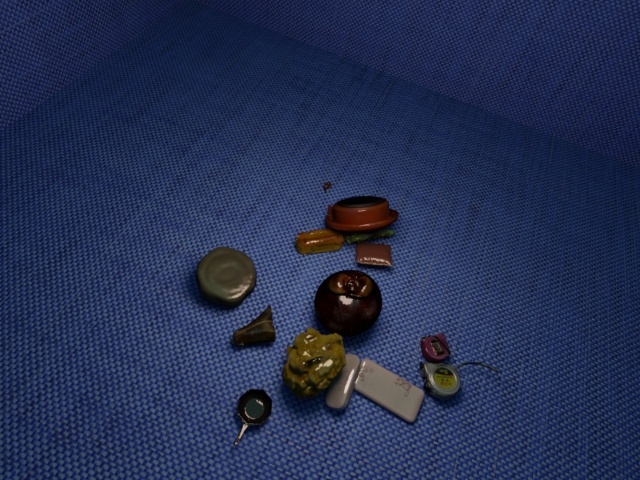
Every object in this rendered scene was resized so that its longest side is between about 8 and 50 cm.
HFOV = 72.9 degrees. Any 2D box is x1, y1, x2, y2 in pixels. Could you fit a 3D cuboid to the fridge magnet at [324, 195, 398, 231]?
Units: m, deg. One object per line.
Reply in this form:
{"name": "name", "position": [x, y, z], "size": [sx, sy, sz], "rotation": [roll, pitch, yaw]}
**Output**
{"name": "fridge magnet", "position": [0.199, -0.125, 2.117], "size": [0.363, 0.155, 0.363], "rotation": [-5, 17, 1]}

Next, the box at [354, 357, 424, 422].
{"name": "box", "position": [0.272, 0.604, 1.756], "size": [0.285, 0.044, 0.142], "rotation": [29, 57, 10]}

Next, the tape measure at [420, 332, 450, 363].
{"name": "tape measure", "position": [0.495, 0.466, 1.876], "size": [0.118, 0.074, 0.125], "rotation": [-13, 56, -18]}

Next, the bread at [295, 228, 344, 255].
{"name": "bread", "position": [0.000, 0.000, 2.111], "size": [0.245, 0.094, 0.102], "rotation": [-6, 51, -14]}

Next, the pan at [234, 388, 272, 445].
{"name": "pan", "position": [-0.274, 0.651, 1.619], "size": [0.202, 0.048, 0.128], "rotation": [-34, 65, -31]}

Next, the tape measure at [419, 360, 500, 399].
{"name": "tape measure", "position": [0.583, 0.584, 1.799], "size": [0.330, 0.084, 0.164], "rotation": [6, 56, -5]}

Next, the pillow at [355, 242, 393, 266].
{"name": "pillow", "position": [0.258, 0.074, 2.104], "size": [0.179, 0.075, 0.171], "rotation": [4, 34, 3]}

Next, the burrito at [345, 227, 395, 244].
{"name": "burrito", "position": [0.261, -0.026, 2.151], "size": [0.288, 0.104, 0.054], "rotation": [-9, 86, -27]}

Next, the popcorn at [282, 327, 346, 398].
{"name": "popcorn", "position": [-0.024, 0.475, 1.696], "size": [0.286, 0.215, 0.252], "rotation": [-34, 34, -30]}

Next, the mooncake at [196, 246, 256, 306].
{"name": "mooncake", "position": [-0.410, 0.164, 1.894], "size": [0.274, 0.135, 0.275], "rotation": [6, 56, -9]}

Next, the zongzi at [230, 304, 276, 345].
{"name": "zongzi", "position": [-0.288, 0.353, 1.820], "size": [0.187, 0.084, 0.184], "rotation": [-7, 42, -10]}

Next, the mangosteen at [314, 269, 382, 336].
{"name": "mangosteen", "position": [0.110, 0.251, 1.830], "size": [0.297, 0.293, 0.297], "rotation": [-25, 31, 16]}

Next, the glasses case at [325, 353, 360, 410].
{"name": "glasses case", "position": [0.092, 0.562, 1.730], "size": [0.092, 0.059, 0.233], "rotation": [3, 48, 32]}

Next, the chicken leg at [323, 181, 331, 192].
{"name": "chicken leg", "position": [0.035, -0.293, 2.370], "size": [0.036, 0.021, 0.083], "rotation": [34, 56, 2]}
